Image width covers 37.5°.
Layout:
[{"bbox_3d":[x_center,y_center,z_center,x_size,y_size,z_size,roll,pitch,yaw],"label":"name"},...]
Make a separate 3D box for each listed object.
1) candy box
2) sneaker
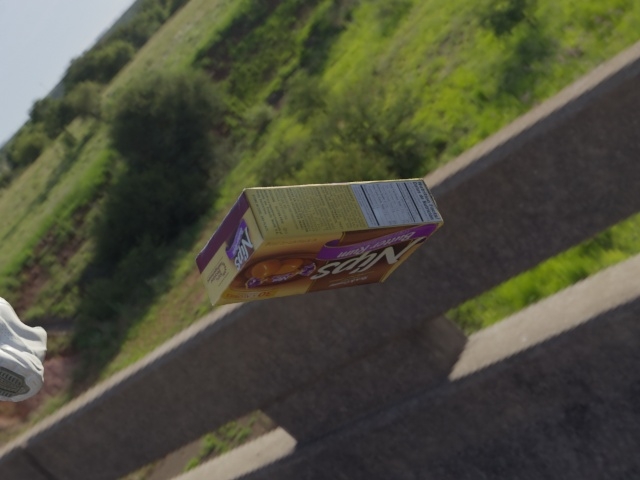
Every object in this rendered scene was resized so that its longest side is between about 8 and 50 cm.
[{"bbox_3d":[0.000,0.000,0.808,0.187,0.053,0.109,-4,-29,-35],"label":"candy box"},{"bbox_3d":[-0.431,0.100,1.120,0.090,0.232,0.115,-41,29,28],"label":"sneaker"}]
